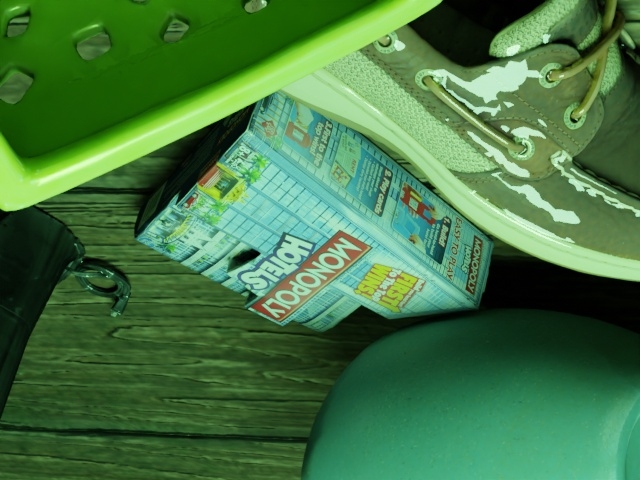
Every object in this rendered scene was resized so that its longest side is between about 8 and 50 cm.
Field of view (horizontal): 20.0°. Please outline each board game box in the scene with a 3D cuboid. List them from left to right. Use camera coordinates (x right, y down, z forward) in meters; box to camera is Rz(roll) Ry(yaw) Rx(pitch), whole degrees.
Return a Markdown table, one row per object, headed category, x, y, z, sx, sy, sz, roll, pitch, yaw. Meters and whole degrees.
| category | x | y | z | sx | sy | sz | roll | pitch | yaw |
| --- | --- | --- | --- | --- | --- | --- | --- | --- | --- |
| board game box | 0.000 | 0.000 | 1.160 | 0.194 | 0.060 | 0.194 | 28 | 143 | -15 |

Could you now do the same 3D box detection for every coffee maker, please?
| category | x | y | z | sx | sy | sz | roll | pitch | yaw |
| --- | --- | --- | --- | --- | --- | --- | --- | --- | --- |
| coffee maker | -0.235 | 0.065 | 1.240 | 0.171 | 0.178 | 0.120 | 15 | 146 | 2 |

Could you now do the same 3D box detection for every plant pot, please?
| category | x | y | z | sx | sy | sz | roll | pitch | yaw |
| --- | --- | --- | --- | --- | --- | --- | --- | --- | --- |
| plant pot | -0.100 | -0.189 | 0.767 | 0.228 | 0.207 | 0.227 | -26 | 140 | -9 |
| plant pot | 0.160 | 0.167 | 1.103 | 0.290 | 0.290 | 0.195 | 34 | 148 | -23 |

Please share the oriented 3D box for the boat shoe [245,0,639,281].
| category | x | y | z | sx | sy | sz | roll | pitch | yaw |
| --- | --- | --- | --- | --- | --- | --- | --- | --- | --- |
| boat shoe | 0.103 | -0.093 | 0.946 | 0.342 | 0.123 | 0.123 | 30 | 144 | -8 |
